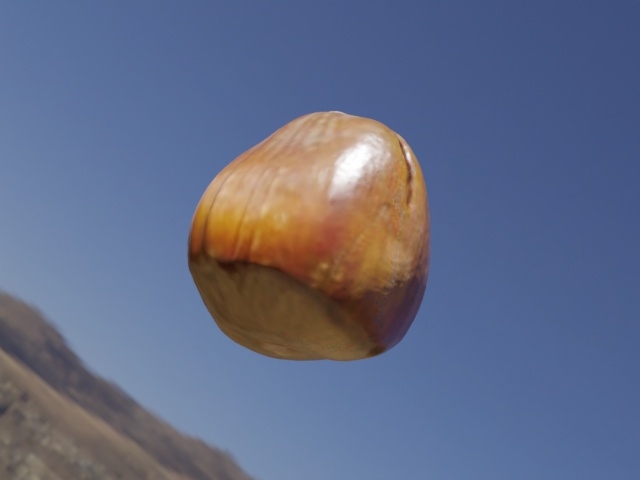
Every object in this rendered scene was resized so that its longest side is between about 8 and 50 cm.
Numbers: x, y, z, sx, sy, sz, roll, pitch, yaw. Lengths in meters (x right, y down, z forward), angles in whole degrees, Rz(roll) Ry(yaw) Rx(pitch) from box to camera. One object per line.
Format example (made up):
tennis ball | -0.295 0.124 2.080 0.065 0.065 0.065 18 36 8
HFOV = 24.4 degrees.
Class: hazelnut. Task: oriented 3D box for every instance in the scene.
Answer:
hazelnut | 0.000 0.000 0.866 0.150 0.150 0.150 38 -14 12
